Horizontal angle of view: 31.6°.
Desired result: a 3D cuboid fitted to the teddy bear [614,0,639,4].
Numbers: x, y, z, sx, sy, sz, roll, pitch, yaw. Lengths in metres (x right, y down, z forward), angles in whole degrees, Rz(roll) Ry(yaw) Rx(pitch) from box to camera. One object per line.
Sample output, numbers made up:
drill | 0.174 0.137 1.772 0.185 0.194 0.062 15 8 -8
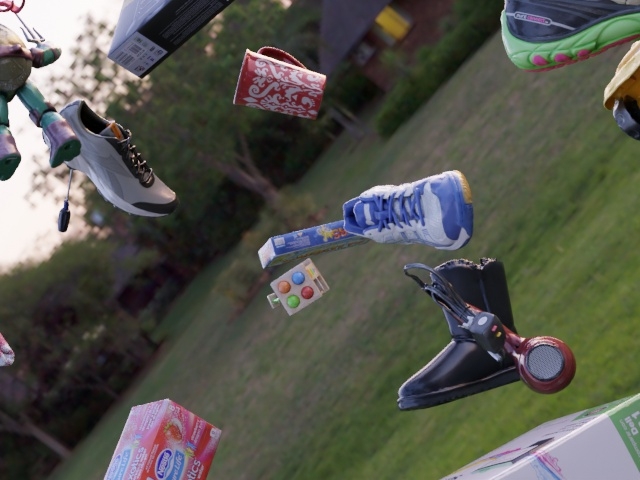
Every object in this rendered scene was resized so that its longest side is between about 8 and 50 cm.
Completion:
teddy bear | 0.312 -0.288 1.137 0.245 0.113 0.338 -13 10 2

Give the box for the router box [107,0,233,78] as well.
router box | -0.236 -0.458 1.979 0.309 0.081 0.243 -29 41 40

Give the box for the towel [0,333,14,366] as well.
towel | -0.369 0.041 1.082 0.029 0.197 0.144 -40 17 -31

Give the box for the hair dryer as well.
hair dryer | 0.260 0.126 1.559 0.080 0.293 0.223 -48 34 3

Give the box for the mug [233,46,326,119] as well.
mug | -0.076 -0.325 2.282 0.113 0.169 0.150 119 165 -76

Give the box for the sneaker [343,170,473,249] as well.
sneaker | 0.121 -0.033 1.634 0.296 0.131 0.111 162 102 -73

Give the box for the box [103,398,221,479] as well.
box | -0.286 0.415 1.927 0.123 0.128 0.256 -18 44 45

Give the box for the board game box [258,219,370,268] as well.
board game box | 0.000 0.000 1.992 0.201 0.035 0.136 -14 -7 -14

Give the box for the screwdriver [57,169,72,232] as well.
screwdriver | -0.510 -0.093 2.271 0.025 0.024 0.170 -9 -58 -35

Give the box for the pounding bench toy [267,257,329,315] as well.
pounding bench toy | -0.041 0.071 1.527 0.083 0.052 0.065 -33 0 14

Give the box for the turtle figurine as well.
turtle figurine | -0.378 -0.188 1.325 0.175 0.234 0.118 -25 -18 -13

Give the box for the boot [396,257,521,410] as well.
boot | 0.201 0.141 1.746 0.246 0.207 0.094 -13 -11 -24

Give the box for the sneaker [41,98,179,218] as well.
sneaker | -0.357 -0.139 1.991 0.108 0.271 0.100 -44 16 28

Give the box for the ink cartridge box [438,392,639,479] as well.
ink cartridge box | 0.212 0.277 1.179 0.278 0.117 0.201 -21 -9 -29

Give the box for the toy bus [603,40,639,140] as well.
toy bus | 0.475 -0.217 1.430 0.149 0.220 0.211 -49 23 44

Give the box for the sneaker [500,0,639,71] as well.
sneaker | 0.546 -0.453 1.983 0.483 0.202 0.185 -18 1 -1
